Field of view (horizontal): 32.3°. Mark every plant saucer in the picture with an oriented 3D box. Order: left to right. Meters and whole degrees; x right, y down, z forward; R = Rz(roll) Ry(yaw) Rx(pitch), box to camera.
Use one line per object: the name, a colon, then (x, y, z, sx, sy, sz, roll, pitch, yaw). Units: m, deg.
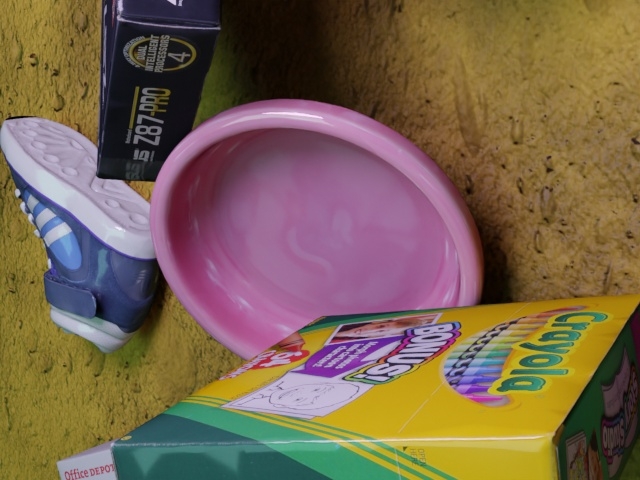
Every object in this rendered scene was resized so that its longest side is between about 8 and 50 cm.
plant saucer: (0.000, 0.000, 1.079, 0.332, 0.084, 0.332, 11, 129, 14)

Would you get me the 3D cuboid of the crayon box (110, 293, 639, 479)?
crayon box: (0.074, 0.136, 0.859, 0.313, 0.363, 0.106, -7, 98, 26)

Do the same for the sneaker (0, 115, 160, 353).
sneaker: (-0.344, 0.006, 1.480, 0.323, 0.130, 0.236, 39, 121, 26)

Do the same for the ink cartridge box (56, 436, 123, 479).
ink cartridge box: (-0.246, 0.385, 1.489, 0.172, 0.100, 0.237, -22, 83, 45)

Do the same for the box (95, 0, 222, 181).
box: (-0.158, -0.297, 1.070, 0.318, 0.097, 0.395, 122, 148, -66)
